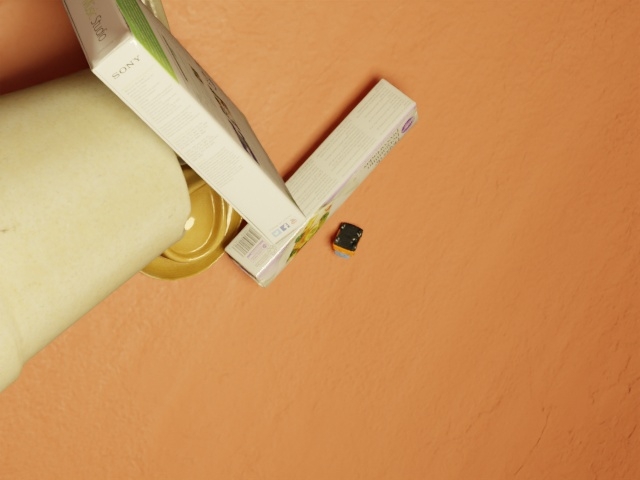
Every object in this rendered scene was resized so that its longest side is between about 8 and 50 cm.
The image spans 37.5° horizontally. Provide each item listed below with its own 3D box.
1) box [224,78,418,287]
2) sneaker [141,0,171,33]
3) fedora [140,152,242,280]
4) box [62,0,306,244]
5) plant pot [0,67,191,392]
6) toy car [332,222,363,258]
[{"bbox_3d":[0.004,-0.077,1.282,0.324,0.067,0.063,-49,162,-8],"label":"box"},{"bbox_3d":[-0.233,-0.298,1.100,0.071,0.066,0.188,-27,115,-18],"label":"sneaker"},{"bbox_3d":[-0.171,-0.034,1.206,0.194,0.079,0.194,-8,108,-26],"label":"fedora"},{"bbox_3d":[-0.154,-0.158,1.041,0.058,0.232,0.322,-36,135,6],"label":"box"},{"bbox_3d":[-0.322,-0.025,1.014,0.305,0.334,0.334,-33,118,-28],"label":"plant pot"},{"bbox_3d":[0.000,0.000,1.343,0.122,0.060,0.040,8,132,-8],"label":"toy car"}]
